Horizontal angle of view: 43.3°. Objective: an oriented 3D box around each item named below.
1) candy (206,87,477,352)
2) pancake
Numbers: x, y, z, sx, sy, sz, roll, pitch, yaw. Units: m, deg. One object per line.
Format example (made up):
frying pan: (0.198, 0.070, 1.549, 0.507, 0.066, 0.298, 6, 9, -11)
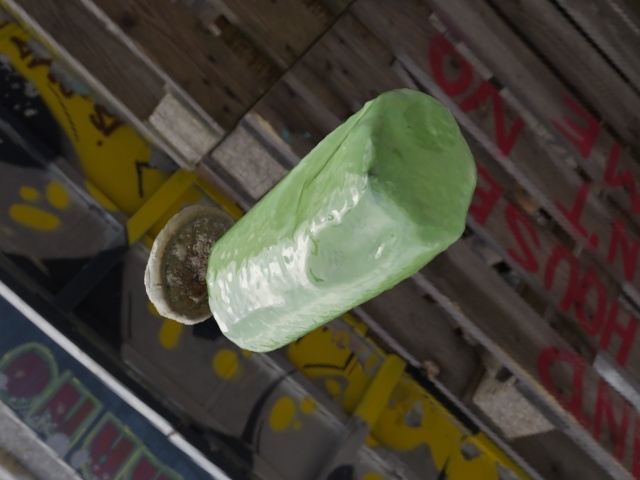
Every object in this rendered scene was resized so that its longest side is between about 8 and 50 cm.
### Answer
candy: (0.000, 0.000, 0.723, 0.132, 0.142, 0.343, 51, 145, -2)
pancake: (-0.145, 0.030, 0.967, 0.025, 0.151, 0.151, 17, 140, 38)
